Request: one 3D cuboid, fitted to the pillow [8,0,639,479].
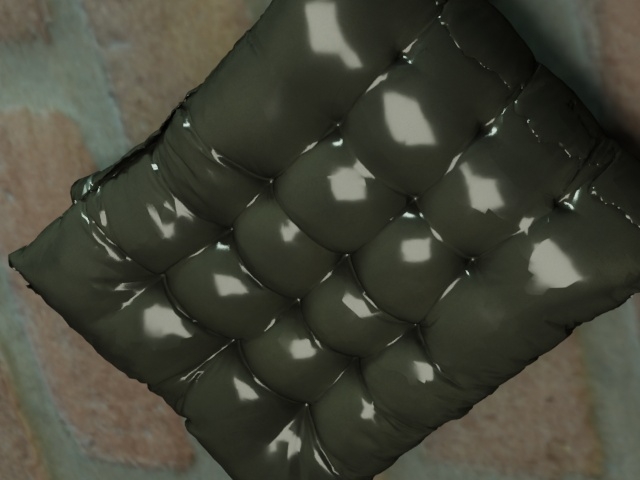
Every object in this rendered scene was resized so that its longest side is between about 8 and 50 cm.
[{"bbox_3d":[0.000,0.000,0.886,0.228,0.101,0.326,46,136,-3],"label":"pillow"}]
